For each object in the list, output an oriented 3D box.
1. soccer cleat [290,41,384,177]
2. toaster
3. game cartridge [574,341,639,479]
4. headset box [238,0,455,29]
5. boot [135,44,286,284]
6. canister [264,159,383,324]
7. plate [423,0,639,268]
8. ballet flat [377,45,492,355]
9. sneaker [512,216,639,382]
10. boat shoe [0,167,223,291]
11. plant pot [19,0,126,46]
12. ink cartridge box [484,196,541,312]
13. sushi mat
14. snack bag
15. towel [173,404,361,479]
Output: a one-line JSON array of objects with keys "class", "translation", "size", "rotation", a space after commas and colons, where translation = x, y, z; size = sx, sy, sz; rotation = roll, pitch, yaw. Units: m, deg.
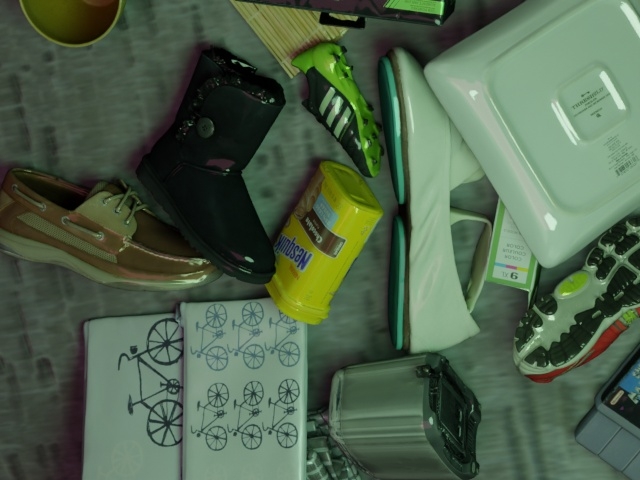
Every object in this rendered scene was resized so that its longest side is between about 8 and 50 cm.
[{"class": "soccer cleat", "translation": [0.023, -0.157, 1.767], "size": [0.072, 0.060, 0.179], "rotation": [-14, 109, 29]}, {"class": "toaster", "translation": [0.104, 0.223, 1.807], "size": [0.146, 0.129, 0.227], "rotation": [-8, 150, 22]}, {"class": "game cartridge", "translation": [0.499, 0.174, 1.762], "size": [0.230, 0.068, 0.355], "rotation": [33, 114, -3]}, {"class": "headset box", "translation": [0.040, -0.383, 1.629], "size": [0.246, 0.131, 0.283], "rotation": [10, 108, 9]}, {"class": "boot", "translation": [-0.104, -0.095, 1.774], "size": [0.246, 0.094, 0.207], "rotation": [46, 118, 24]}, {"class": "canister", "translation": [0.000, 0.000, 1.795], "size": [0.073, 0.126, 0.170], "rotation": [17, 115, -31]}, {"class": "plate", "translation": [0.299, -0.152, 1.628], "size": [0.277, 0.045, 0.278], "rotation": [-34, 99, -11]}, {"class": "ballet flat", "translation": [0.142, -0.048, 1.751], "size": [0.139, 0.139, 0.400], "rotation": [2, 114, 14]}, {"class": "sneaker", "translation": [0.342, 0.070, 1.726], "size": [0.279, 0.118, 0.107], "rotation": [-33, 66, -7]}, {"class": "boat shoe", "translation": [-0.277, -0.017, 1.863], "size": [0.324, 0.123, 0.116], "rotation": [12, 110, 8]}, {"class": "plant pot", "translation": [-0.290, -0.312, 1.772], "size": [0.134, 0.095, 0.134], "rotation": [5, 109, 13]}, {"class": "ink cartridge box", "translation": [0.240, -0.008, 1.735], "size": [0.062, 0.109, 0.209], "rotation": [11, 112, 11]}, {"class": "sushi mat", "translation": [-0.076, -0.363, 1.739], "size": [0.151, 0.019, 0.316], "rotation": [-36, 97, 22]}, {"class": "snack bag", "translation": [-0.174, 0.236, 1.883], "size": [0.343, 0.037, 0.323], "rotation": [-4, 78, 21]}, {"class": "towel", "translation": [-0.079, 0.371, 1.947], "size": [0.284, 0.121, 0.235], "rotation": [-13, 106, 18]}]
